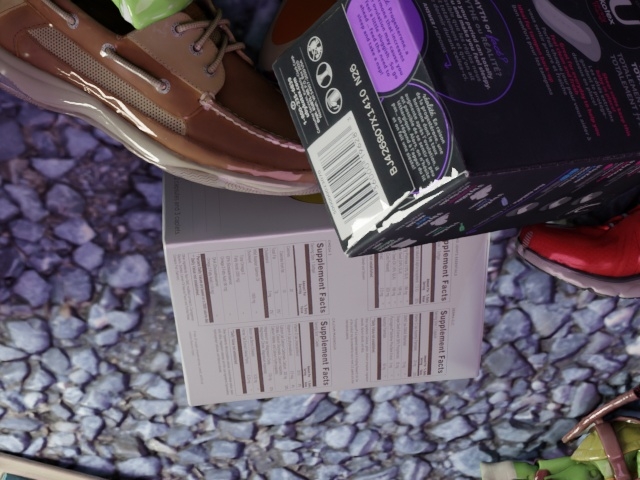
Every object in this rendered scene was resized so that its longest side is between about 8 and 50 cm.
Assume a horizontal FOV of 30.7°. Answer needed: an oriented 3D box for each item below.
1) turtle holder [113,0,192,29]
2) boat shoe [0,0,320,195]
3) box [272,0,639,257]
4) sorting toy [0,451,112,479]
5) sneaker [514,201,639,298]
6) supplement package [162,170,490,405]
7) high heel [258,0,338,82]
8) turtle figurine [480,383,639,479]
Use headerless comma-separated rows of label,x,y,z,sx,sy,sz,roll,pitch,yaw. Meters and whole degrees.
turtle holder,-0.016,-0.292,0.770,0.320,0.227,0.243,-12,132,2
boat shoe,-0.117,-0.134,0.918,0.324,0.123,0.116,22,117,3
box,0.129,-0.102,0.860,0.270,0.165,0.143,-9,163,-38
sorting toy,-0.333,0.341,1.405,0.208,0.038,0.193,15,127,-20
sneaker,0.328,-0.013,1.168,0.279,0.107,0.118,1,112,-13
supplement package,0.000,0.000,1.045,0.263,0.199,0.198,-5,131,-3
high heel,0.133,-0.209,0.941,0.377,0.127,0.181,-30,137,25
turtle figurine,0.334,0.322,1.379,0.266,0.198,0.274,-11,128,7
